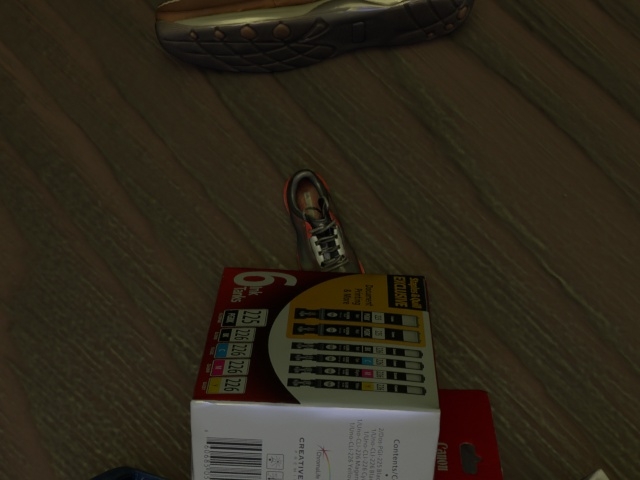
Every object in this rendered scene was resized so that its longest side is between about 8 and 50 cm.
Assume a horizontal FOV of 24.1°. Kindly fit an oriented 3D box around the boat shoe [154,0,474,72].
[{"bbox_3d":[-0.010,-0.253,1.530,0.324,0.123,0.116,-9,73,-7],"label":"boat shoe"}]

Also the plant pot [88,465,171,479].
[{"bbox_3d":[-0.125,0.345,1.361,0.236,0.236,0.212,20,86,3],"label":"plant pot"}]

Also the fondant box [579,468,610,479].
[{"bbox_3d":[0.190,0.385,1.315,0.238,0.096,0.330,53,128,9],"label":"fondant box"}]

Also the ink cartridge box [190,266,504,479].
[{"bbox_3d":[0.032,0.139,1.346,0.271,0.309,0.130,2,110,0],"label":"ink cartridge box"}]

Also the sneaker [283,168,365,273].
[{"bbox_3d":[0.000,0.000,1.502,0.061,0.065,0.158,-23,80,-3],"label":"sneaker"}]
